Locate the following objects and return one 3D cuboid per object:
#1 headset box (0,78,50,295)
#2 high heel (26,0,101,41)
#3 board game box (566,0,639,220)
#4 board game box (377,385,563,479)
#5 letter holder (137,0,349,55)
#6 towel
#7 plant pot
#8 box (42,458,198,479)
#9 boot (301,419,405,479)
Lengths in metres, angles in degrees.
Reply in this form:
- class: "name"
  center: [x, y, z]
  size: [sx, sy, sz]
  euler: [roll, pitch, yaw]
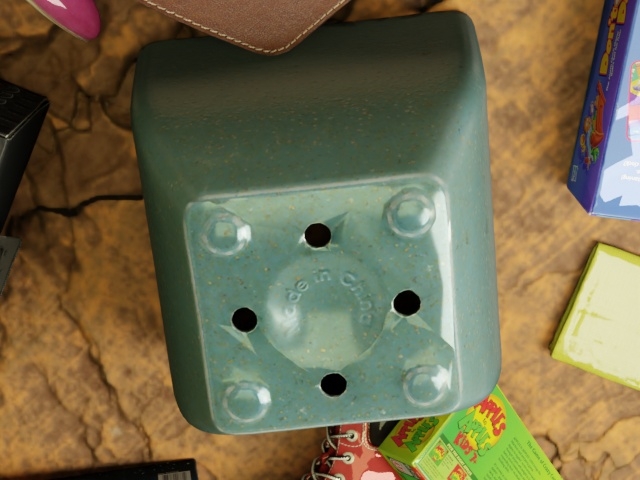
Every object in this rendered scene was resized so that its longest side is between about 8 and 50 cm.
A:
- class: "headset box"
  center: [-0.354, -0.027, 0.800]
  size: [0.283, 0.131, 0.246]
  euler: [22, 107, -8]
- class: "high heel"
  center: [-0.199, -0.255, 0.761]
  size: [0.117, 0.082, 0.244]
  euler: [-37, 100, 4]
- class: "board game box"
  center: [0.371, -0.116, 0.807]
  size: [0.347, 0.078, 0.233]
  euler: [7, 108, -3]
- class: "board game box"
  center: [0.129, 0.187, 0.884]
  size: [0.092, 0.043, 0.181]
  euler: [-48, 120, -21]
- class: "letter holder"
  center: [-0.080, -0.266, 0.656]
  size: [0.302, 0.152, 0.214]
  euler: [24, 132, -38]
- class: "towel"
  center: [0.306, 0.084, 0.906]
  size: [0.237, 0.021, 0.102]
  euler: [19, 102, -6]
- class: "plant pot"
  center: [0.000, 0.000, 0.751]
  size: [0.247, 0.252, 0.247]
  euler: [-5, 108, 2]
- class: "box"
  center: [-0.207, 0.271, 0.929]
  size: [0.233, 0.044, 0.159]
  euler: [-6, 109, -9]
- class: "boot"
  center: [-0.010, 0.194, 0.893]
  size: [0.244, 0.088, 0.176]
  euler: [-14, 108, -13]
